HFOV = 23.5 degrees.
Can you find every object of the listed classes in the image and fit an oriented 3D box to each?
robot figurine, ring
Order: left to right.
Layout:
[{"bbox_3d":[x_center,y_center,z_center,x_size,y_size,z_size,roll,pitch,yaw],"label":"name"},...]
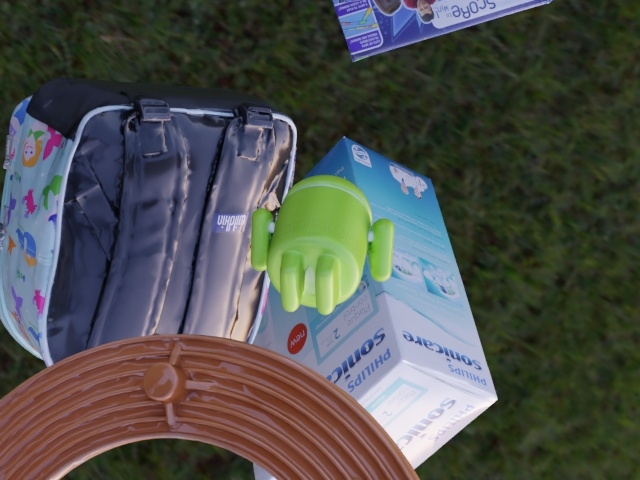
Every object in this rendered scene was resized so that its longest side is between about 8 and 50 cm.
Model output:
[{"bbox_3d":[-0.091,0.213,0.817,0.336,0.337,0.032,-55,157,0],"label":"ring"},{"bbox_3d":[0.000,0.000,1.073,0.101,0.115,0.067,3,130,9],"label":"robot figurine"}]

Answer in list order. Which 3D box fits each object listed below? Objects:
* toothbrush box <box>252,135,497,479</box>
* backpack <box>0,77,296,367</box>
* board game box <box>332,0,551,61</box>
[{"bbox_3d":[0.027,0.085,1.493,0.126,0.295,0.216,23,127,-33],"label":"toothbrush box"},{"bbox_3d":[-0.151,-0.001,1.250,0.225,0.191,0.253,-1,104,-36],"label":"backpack"},{"bbox_3d":[0.100,-0.256,1.411,0.035,0.201,0.136,-41,115,-60],"label":"board game box"}]
